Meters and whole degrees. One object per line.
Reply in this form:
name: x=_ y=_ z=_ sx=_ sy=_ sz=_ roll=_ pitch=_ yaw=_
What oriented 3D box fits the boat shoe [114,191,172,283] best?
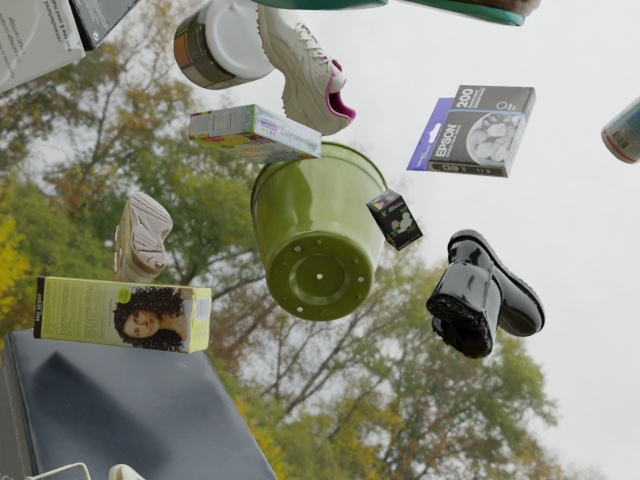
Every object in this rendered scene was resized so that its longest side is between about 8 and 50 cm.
boat shoe: x=-0.425 y=-0.003 z=1.526 sx=0.121 sy=0.110 sz=0.341 roll=36 pitch=18 yaw=-24

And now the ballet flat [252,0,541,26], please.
ballet flat: x=0.055 y=-0.273 z=0.609 sx=0.342 sy=0.116 sz=0.124 roll=23 pitch=-73 yaw=44

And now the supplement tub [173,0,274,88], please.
supplement tub: x=-0.233 y=-0.475 z=1.600 sx=0.207 sy=0.207 sz=0.338 roll=52 pitch=-15 yaw=-23

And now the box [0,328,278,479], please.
box: x=-0.287 y=0.445 z=0.913 sx=0.480 sy=0.297 sz=0.472 roll=45 pitch=-56 yaw=48

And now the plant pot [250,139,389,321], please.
plant pot: x=0.000 y=0.000 z=1.572 sx=0.366 sy=0.366 sz=0.353 roll=54 pitch=18 yaw=-26

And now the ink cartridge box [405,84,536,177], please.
ink cartridge box: x=0.286 y=-0.215 z=1.274 sx=0.208 sy=0.206 sz=0.045 roll=8 pitch=-31 yaw=33

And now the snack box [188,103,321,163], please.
snack box: x=-0.077 y=-0.128 z=0.816 sx=0.100 sy=0.037 sz=0.141 roll=1 pitch=-6 yaw=32

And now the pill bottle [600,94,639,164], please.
pill bottle: x=0.550 y=-0.204 z=1.086 sx=0.087 sy=0.087 sz=0.160 roll=42 pitch=-44 yaw=1

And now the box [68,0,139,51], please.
box: x=-0.415 y=-0.344 z=0.943 sx=0.261 sy=0.184 sz=0.103 roll=-1 pitch=-50 yaw=15

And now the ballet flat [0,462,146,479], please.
ballet flat: x=-0.205 y=0.237 z=0.610 sx=0.188 sy=0.070 sz=0.070 roll=13 pitch=-1 yaw=-38

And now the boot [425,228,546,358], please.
boot: x=0.273 y=0.124 z=1.086 sx=0.094 sy=0.207 sz=0.246 roll=-28 pitch=-69 yaw=37

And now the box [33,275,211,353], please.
box: x=-0.262 y=0.095 z=0.872 sx=0.232 sy=0.087 sz=0.058 roll=1 pitch=-3 yaw=16

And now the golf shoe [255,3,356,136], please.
golf shoe: x=-0.021 y=-0.339 z=1.251 sx=0.140 sy=0.115 sz=0.306 roll=-3 pitch=-58 yaw=29

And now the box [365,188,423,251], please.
box: x=0.123 y=-0.035 z=1.104 sx=0.083 sy=0.052 sz=0.062 roll=59 pitch=-4 yaw=-21

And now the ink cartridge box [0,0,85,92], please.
ink cartridge box: x=-0.415 y=-0.219 z=0.628 sx=0.211 sy=0.289 sz=0.122 roll=48 pitch=-24 yaw=26
